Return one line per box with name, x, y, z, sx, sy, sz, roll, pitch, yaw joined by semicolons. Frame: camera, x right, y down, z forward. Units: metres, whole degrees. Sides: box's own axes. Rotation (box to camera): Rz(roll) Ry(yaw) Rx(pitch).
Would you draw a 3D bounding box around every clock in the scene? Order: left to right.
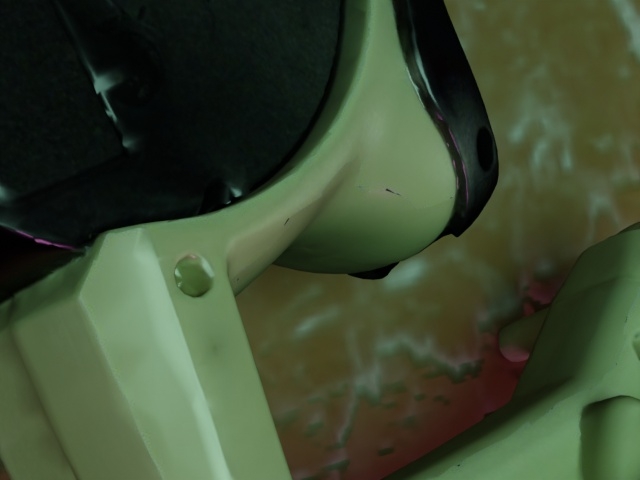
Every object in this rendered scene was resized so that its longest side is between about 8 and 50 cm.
clock;0.000;0.000;0.491;0.276;0.120;0.379;-31;95;-39
